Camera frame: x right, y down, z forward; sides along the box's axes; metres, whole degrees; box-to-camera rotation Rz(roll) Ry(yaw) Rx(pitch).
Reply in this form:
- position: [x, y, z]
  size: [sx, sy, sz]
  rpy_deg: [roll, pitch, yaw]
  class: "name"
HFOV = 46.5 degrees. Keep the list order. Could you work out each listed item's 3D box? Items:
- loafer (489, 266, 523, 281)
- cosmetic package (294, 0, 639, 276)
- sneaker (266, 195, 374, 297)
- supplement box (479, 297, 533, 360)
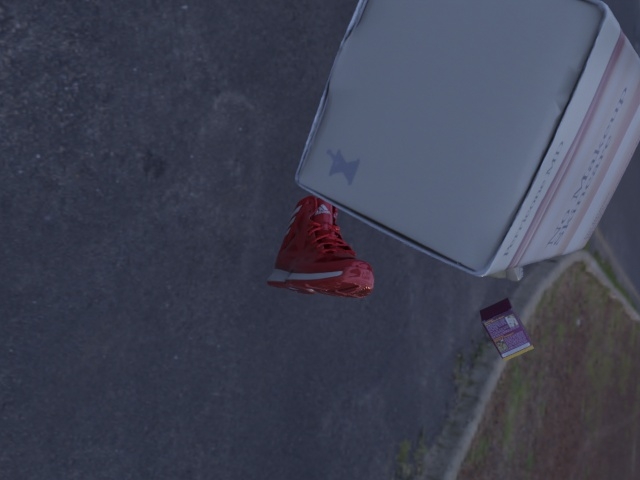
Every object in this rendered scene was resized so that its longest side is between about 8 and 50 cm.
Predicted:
- position: [0.212, -0.042, 0.985]
  size: [0.102, 0.092, 0.269]
  rpy_deg: [-80, 156, -48]
  class: "loafer"
- position: [0.128, -0.076, 0.506]
  size: [0.296, 0.129, 0.153]
  rpy_deg: [-7, 122, -60]
  class: "cosmetic package"
- position: [0.000, 0.000, 0.913]
  size: [0.087, 0.221, 0.128]
  rpy_deg: [15, 81, -29]
  class: "sneaker"
- position: [0.302, 0.145, 1.211]
  size: [0.083, 0.055, 0.043]
  rpy_deg: [59, 16, -16]
  class: "supplement box"
